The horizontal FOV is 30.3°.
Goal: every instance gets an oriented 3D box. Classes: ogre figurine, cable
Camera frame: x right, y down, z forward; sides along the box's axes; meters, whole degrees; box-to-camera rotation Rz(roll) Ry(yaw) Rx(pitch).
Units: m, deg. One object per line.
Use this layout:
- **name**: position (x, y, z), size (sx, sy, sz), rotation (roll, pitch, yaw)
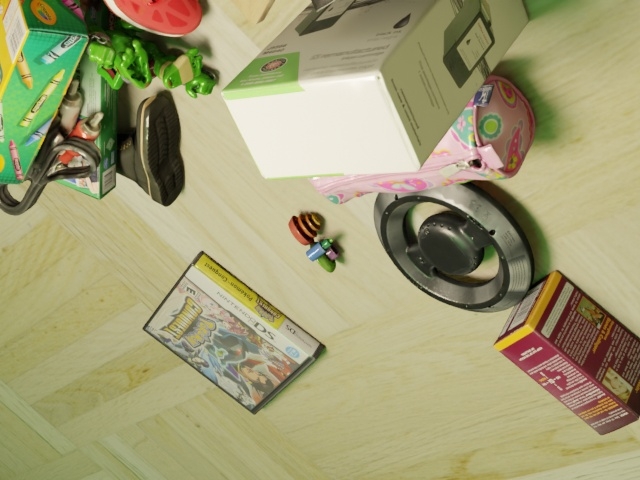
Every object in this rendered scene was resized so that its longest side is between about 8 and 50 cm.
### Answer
- **ogre figurine**: position (-0.236, -0.232, 1.500), size (0.118, 0.197, 0.097), rotation (30, 123, 36)
- **cable**: position (-0.372, -0.112, 1.649), size (0.139, 0.072, 0.287), rotation (41, 142, 1)

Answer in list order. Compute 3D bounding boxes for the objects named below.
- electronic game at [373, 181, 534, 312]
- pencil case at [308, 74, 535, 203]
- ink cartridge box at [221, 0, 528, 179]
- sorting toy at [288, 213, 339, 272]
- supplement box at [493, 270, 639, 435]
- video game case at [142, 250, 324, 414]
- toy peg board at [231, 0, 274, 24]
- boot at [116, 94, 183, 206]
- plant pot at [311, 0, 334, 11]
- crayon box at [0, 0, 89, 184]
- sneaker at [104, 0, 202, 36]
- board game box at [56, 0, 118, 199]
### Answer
- **electronic game**: position (0.168, 0.004, 1.518), size (0.229, 0.048, 0.229), rotation (26, 143, 22)
- **pencil case**: position (0.108, -0.113, 1.380), size (0.284, 0.124, 0.124), rotation (-6, 127, 43)
- **ink cartridge box**: position (0.062, -0.187, 1.207), size (0.198, 0.273, 0.115), rotation (-1, 127, 39)
- **sorting toy**: position (0.000, 0.000, 1.652), size (0.042, 0.061, 0.102), rotation (-37, 116, 17)
- **supplement box**: position (0.328, 0.144, 1.502), size (0.188, 0.104, 0.081), rotation (40, 144, -6)
- **video game case**: position (-0.151, 0.161, 1.951), size (0.248, 0.035, 0.275), rotation (38, 143, -4)
- **toy peg board**: position (-0.070, -0.356, 1.306), size (0.160, 0.079, 0.161), rotation (50, 143, 7)
- **boot**: position (-0.274, -0.143, 1.687), size (0.137, 0.077, 0.198), rotation (27, 142, 20)
- **plant pot**: position (0.061, -0.354, 1.116), size (0.188, 0.187, 0.167), rotation (-24, 102, 49)
- **crayon box**: position (-0.390, -0.222, 1.505), size (0.278, 0.081, 0.165), rotation (-53, 47, 41)
- **sneaker**: position (-0.212, -0.308, 1.379), size (0.221, 0.087, 0.128), rotation (30, 175, -32)
- **board game box**: position (-0.379, -0.230, 1.631), size (0.213, 0.046, 0.317), rotation (22, 128, 18)
